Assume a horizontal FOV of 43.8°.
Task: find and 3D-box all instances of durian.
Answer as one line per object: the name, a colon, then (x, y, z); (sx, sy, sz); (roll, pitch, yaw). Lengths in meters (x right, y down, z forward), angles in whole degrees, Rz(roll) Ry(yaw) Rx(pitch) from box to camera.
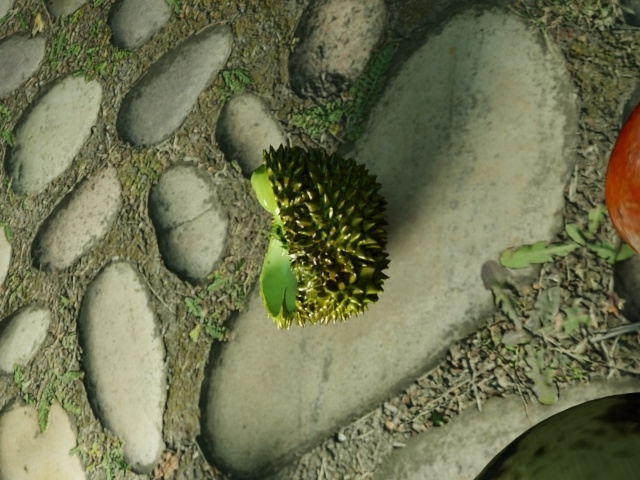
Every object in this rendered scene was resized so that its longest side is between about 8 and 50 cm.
durian: (0.001, -0.004, 1.017); (0.176, 0.200, 0.237); (0, 82, 4)

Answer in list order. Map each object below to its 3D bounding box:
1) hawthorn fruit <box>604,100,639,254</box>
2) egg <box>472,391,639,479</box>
hawthorn fruit: (0.420, -0.056, 0.751); (0.284, 0.284, 0.284); (-11, 66, 26)
egg: (0.252, 0.323, 0.651); (0.428, 0.345, 0.345); (-47, 55, 12)
